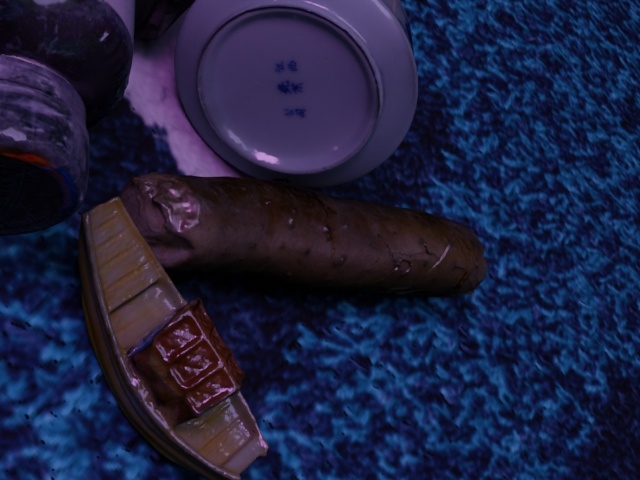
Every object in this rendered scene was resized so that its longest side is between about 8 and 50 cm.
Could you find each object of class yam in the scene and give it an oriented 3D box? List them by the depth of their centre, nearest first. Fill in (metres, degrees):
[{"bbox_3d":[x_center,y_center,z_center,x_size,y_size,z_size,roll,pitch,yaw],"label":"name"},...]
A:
[{"bbox_3d":[0.000,0.000,0.848,0.317,0.071,0.067,8,65,-48],"label":"yam"}]

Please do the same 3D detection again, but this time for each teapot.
[{"bbox_3d":[-0.008,-0.133,0.854,0.159,0.159,0.232,-54,141,-48],"label":"teapot"}]

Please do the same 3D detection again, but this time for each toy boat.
[{"bbox_3d":[-0.087,0.058,0.721,0.065,0.066,0.172,-35,96,-48],"label":"toy boat"}]

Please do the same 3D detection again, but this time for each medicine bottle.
[{"bbox_3d":[-0.168,-0.152,0.682,0.141,0.141,0.293,23,53,-39],"label":"medicine bottle"}]

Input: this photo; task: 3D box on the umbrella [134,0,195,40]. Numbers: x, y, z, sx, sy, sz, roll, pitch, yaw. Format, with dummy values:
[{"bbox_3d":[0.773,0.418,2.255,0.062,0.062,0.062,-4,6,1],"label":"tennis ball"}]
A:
[{"bbox_3d":[-0.079,-0.222,0.882,0.073,0.067,0.337,32,44,-1],"label":"umbrella"}]
